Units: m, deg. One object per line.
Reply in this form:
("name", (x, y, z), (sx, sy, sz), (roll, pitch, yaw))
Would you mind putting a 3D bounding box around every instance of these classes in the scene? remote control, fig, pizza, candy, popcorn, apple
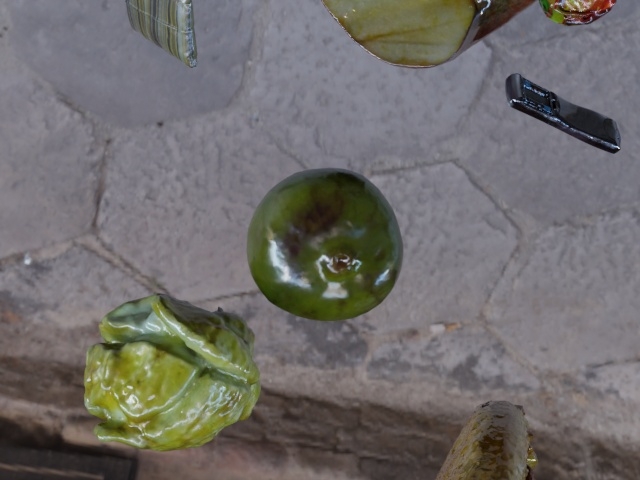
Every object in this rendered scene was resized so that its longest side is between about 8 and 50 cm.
("remote control", (0.347, -0.179, 1.246), (0.212, 0.059, 0.028), (17, 144, -27))
("fig", (0.000, 0.000, 1.170), (0.203, 0.225, 0.203), (-2, 99, -14))
("pizza", (0.150, 0.296, 0.913), (0.114, 0.278, 0.409), (22, 173, 14))
("candy", (0.267, -0.211, 0.681), (0.201, 0.060, 0.060), (-11, 128, 3))
("popcorn", (-0.214, 0.198, 1.297), (0.276, 0.276, 0.225), (25, 89, -18))
("apple", (0.146, -0.433, 1.215), (0.365, 0.329, 0.295), (45, 146, -6))

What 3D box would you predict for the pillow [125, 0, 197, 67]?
("pillow", (-0.242, -0.339, 1.303), (0.038, 0.203, 0.113), (-21, 128, -30))
